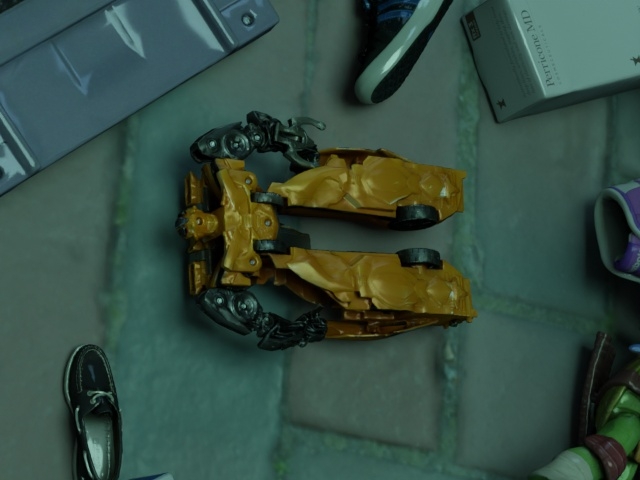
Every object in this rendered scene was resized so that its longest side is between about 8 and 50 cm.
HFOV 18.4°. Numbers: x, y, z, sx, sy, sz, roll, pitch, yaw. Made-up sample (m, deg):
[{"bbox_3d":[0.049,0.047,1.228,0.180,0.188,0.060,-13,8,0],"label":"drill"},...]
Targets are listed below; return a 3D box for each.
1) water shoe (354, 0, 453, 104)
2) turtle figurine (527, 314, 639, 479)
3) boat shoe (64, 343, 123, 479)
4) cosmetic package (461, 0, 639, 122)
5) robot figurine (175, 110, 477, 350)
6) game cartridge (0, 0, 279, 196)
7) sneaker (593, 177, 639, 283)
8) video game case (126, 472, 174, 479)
[{"bbox_3d":[0.067,-0.212,1.850,0.080,0.073,0.203,28,61,9],"label":"water shoe"},{"bbox_3d":[0.323,0.212,1.791,0.266,0.198,0.275,-35,91,-29],"label":"turtle figurine"},{"bbox_3d":[-0.183,0.144,1.611,0.046,0.038,0.125,8,72,-28],"label":"boat shoe"},{"bbox_3d":[0.265,-0.200,1.939,0.231,0.085,0.117,-17,84,-34],"label":"cosmetic package"},{"bbox_3d":[0.000,0.000,1.730,0.291,0.085,0.211,5,73,-29],"label":"robot figurine"},{"bbox_3d":[-0.224,-0.201,1.675,0.355,0.068,0.230,-36,99,-32],"label":"game cartridge"},{"bbox_3d":[0.361,0.048,1.864,0.161,0.102,0.282,-5,42,-37],"label":"sneaker"},{"bbox_3d":[-0.186,0.337,1.493,0.269,0.061,0.244,-21,94,-45],"label":"video game case"}]
